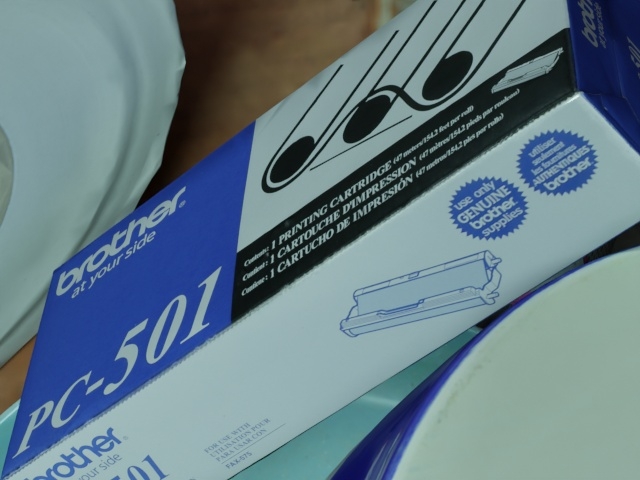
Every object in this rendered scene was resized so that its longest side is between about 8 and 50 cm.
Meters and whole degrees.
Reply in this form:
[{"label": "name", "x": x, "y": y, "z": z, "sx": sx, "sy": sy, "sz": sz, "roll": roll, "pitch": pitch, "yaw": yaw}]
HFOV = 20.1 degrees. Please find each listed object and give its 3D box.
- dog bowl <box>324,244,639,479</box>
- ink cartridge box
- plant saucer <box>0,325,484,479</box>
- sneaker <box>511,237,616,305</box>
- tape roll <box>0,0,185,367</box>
[{"label": "dog bowl", "x": 0.114, "y": 0.134, "z": 0.454, "sx": 0.265, "sy": 0.104, "sz": 0.265, "roll": 8, "pitch": 63, "yaw": -16}, {"label": "ink cartridge box", "x": 0.000, "y": 0.000, "z": 0.512, "sx": 0.207, "sy": 0.046, "sz": 0.097, "roll": -35, "pitch": 29, "yaw": 26}, {"label": "plant saucer", "x": -0.008, "y": 0.176, "z": 0.573, "sx": 0.317, "sy": 0.044, "sz": 0.318, "roll": -4, "pitch": 73, "yaw": 14}, {"label": "sneaker", "x": 0.131, "y": -0.086, "z": 0.576, "sx": 0.111, "sy": 0.103, "sz": 0.252, "roll": 23, "pitch": 83, "yaw": 21}, {"label": "tape roll", "x": -0.181, "y": -0.020, "z": 0.547, "sx": 0.286, "sy": 0.286, "sz": 0.100, "roll": -43, "pitch": 69, "yaw": 0}]
